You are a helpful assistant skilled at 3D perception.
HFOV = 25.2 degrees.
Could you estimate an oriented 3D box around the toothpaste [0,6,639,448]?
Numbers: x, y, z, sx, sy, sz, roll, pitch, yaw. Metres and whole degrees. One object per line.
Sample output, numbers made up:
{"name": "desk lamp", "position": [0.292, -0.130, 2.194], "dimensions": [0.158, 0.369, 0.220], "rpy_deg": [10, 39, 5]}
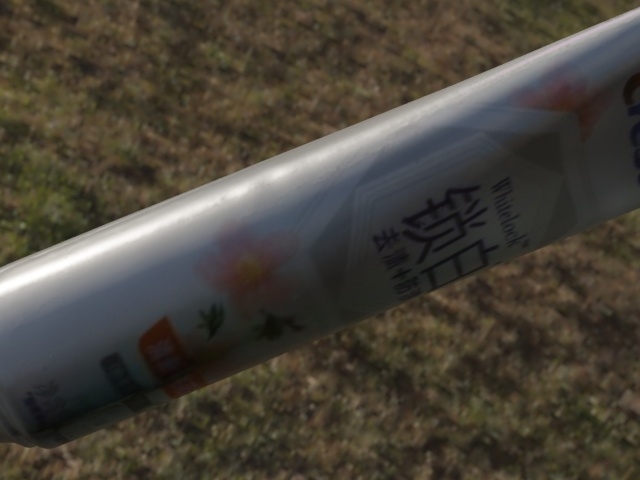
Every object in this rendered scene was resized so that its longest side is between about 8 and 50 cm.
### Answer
{"name": "toothpaste", "position": [0.000, 0.000, 0.488], "dimensions": [0.323, 0.100, 0.066], "rpy_deg": [-22, 51, 3]}
